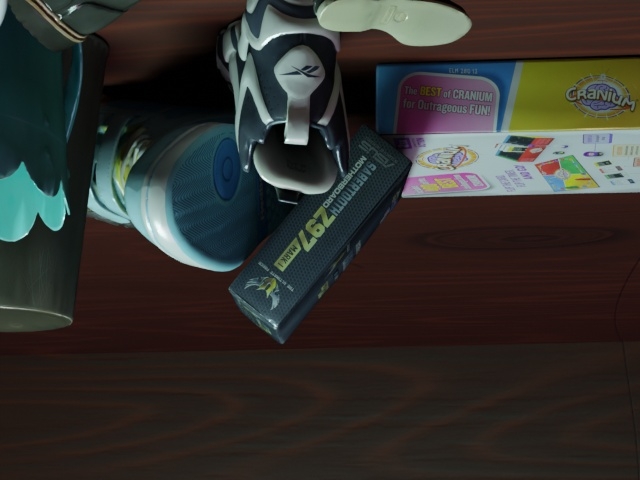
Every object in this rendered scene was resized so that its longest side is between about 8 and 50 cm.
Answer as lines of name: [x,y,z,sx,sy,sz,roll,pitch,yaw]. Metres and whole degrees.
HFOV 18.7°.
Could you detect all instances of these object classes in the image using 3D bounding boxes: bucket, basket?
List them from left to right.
bucket: [-0.308,-0.110,1.400,0.281,0.183,0.281,0,169,0]
basket: [-0.263,-0.045,1.601,0.154,0.227,0.204,10,164,-39]

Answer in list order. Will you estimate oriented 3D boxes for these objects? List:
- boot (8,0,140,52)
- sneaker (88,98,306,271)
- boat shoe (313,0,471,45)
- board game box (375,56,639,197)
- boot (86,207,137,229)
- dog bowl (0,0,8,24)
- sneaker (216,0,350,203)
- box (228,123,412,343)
boot: [-0.161,-0.209,1.255,0.137,0.077,0.198,-22,156,15]
sneaker: [-0.147,-0.050,1.657,0.208,0.127,0.319,4,-172,18]
boat shoe: [0.053,-0.175,1.433,0.133,0.042,0.049,6,141,-29]
board game box: [0.216,-0.098,1.732,0.316,0.064,0.242,-1,168,6]
boot: [-0.271,-0.062,1.917,0.229,0.091,0.263,0,166,27]
dog bowl: [-0.294,-0.194,1.058,0.264,0.104,0.265,6,157,2]
sneaker: [-0.031,-0.096,1.529,0.094,0.153,0.235,4,168,-14]
box: [0.000,0.000,1.713,0.059,0.183,0.233,40,174,5]
